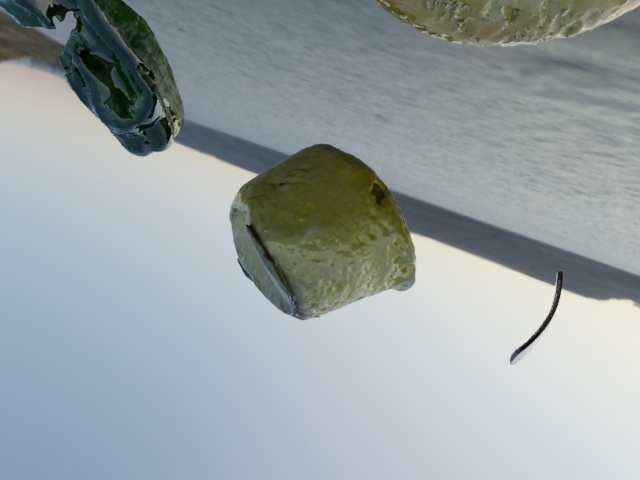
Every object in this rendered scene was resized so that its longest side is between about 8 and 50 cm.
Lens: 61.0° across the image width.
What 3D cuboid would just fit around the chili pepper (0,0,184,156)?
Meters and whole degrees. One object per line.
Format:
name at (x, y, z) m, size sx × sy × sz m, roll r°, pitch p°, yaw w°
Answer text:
chili pepper at (-0.205, -0.177, 0.513) m, size 0.253 × 0.099 × 0.083 m, roll 58°, pitch -172°, yaw -57°

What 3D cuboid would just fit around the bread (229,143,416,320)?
bread at (0.001, -0.004, 0.604) m, size 0.171 × 0.197 × 0.197 m, roll -28°, pitch -153°, yaw -17°

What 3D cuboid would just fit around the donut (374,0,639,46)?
donut at (0.109, -0.214, 0.245) m, size 0.278 × 0.277 × 0.108 m, roll 17°, pitch -135°, yaw -22°

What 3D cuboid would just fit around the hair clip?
hair clip at (0.278, 0.100, 0.682) m, size 0.022 × 0.137 × 0.054 m, roll 28°, pitch 161°, yaw 26°
